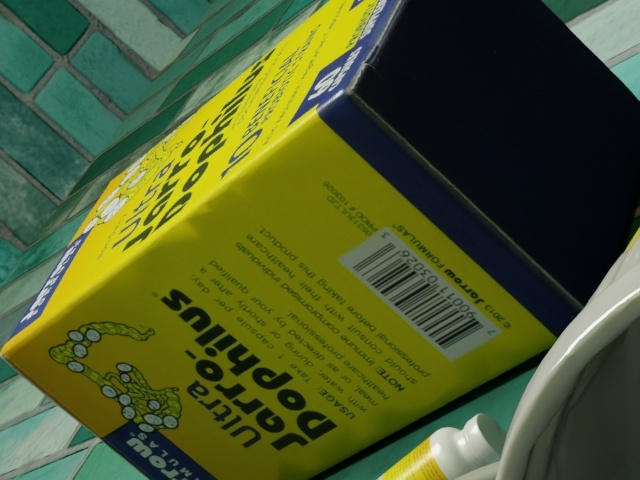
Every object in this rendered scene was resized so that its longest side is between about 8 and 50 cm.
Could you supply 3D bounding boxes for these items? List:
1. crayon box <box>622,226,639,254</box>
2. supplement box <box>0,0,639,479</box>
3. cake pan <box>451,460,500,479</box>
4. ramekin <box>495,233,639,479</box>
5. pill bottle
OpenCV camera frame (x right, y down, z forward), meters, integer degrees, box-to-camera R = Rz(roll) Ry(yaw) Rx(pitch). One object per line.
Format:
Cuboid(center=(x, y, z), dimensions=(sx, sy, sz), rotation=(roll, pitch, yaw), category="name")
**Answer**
Cuboid(center=(0.201, -0.050, 0.669), dimensions=(0.318, 0.081, 0.202), rotation=(-50, -10, -40), category="crayon box")
Cuboid(center=(0.000, 0.000, 1.075), dimensions=(0.356, 0.195, 0.194), rotation=(-35, 20, 41), category="supplement box")
Cuboid(center=(0.036, 0.217, 0.709), dimensions=(0.293, 0.054, 0.293), rotation=(-43, 16, 16), category="cake pan")
Cuboid(center=(0.158, 0.068, 0.484), dimensions=(0.207, 0.207, 0.109), rotation=(-40, 8, 27), category="ramekin")
Cuboid(center=(0.060, 0.125, 0.889), dimensions=(0.083, 0.043, 0.043), rotation=(-42, 16, 21), category="pill bottle")
